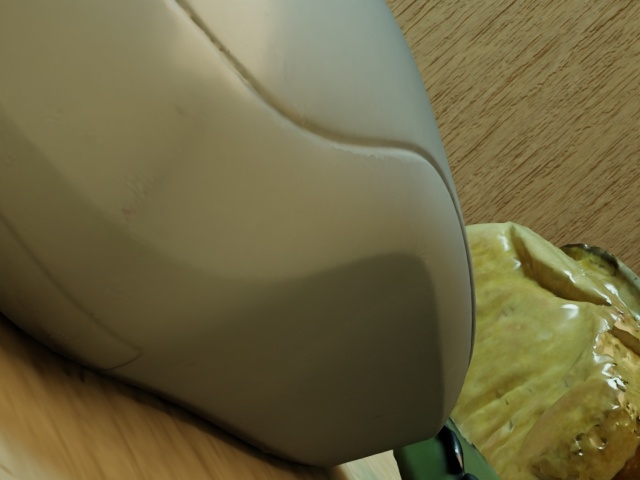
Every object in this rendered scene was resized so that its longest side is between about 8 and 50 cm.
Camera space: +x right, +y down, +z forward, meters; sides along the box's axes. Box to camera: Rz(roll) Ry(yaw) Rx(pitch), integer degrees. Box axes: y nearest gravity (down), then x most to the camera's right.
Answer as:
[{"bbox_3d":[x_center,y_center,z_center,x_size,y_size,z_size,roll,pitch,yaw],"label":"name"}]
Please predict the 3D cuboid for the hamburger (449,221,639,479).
[{"bbox_3d":[0.124,0.074,0.884,0.124,0.131,0.262,45,11,-30],"label":"hamburger"}]

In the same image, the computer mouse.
[{"bbox_3d":[-0.031,-0.037,0.500,0.184,0.121,0.297,49,6,27],"label":"computer mouse"}]

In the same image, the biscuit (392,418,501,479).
[{"bbox_3d":[0.070,0.133,0.503,0.099,0.038,0.322,51,4,-16],"label":"biscuit"}]
